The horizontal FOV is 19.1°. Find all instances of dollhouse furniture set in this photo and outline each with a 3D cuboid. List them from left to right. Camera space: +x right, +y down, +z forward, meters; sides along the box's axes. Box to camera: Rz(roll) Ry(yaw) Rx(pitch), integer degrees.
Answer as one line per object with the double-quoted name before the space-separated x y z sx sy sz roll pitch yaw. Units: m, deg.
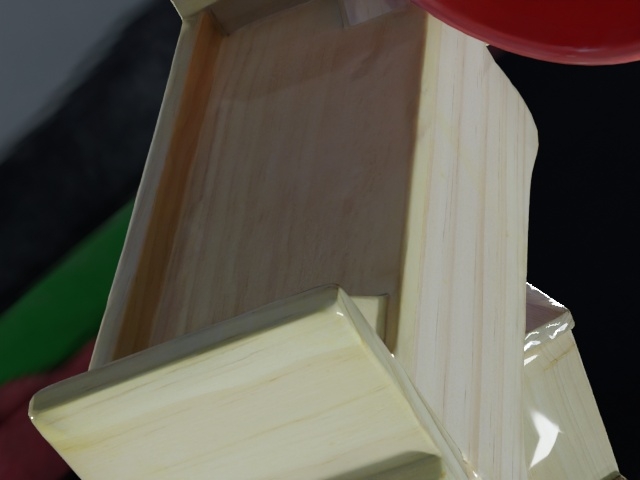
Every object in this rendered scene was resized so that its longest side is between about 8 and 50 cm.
"dollhouse furniture set" 0.044 0.110 1.032 0.184 0.129 0.129 -30 -150 -14

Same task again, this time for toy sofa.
"toy sofa" 0.000 0.000 0.909 0.150 0.177 0.362 -20 -145 22

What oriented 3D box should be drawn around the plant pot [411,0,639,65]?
"plant pot" 0.140 -0.256 0.886 0.275 0.275 0.243 -4 -146 50
